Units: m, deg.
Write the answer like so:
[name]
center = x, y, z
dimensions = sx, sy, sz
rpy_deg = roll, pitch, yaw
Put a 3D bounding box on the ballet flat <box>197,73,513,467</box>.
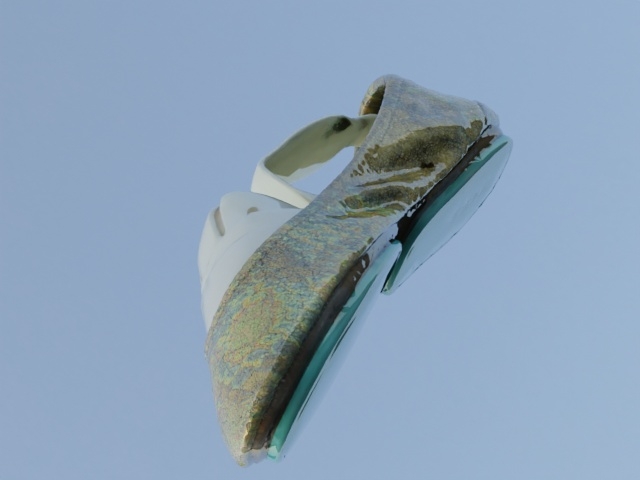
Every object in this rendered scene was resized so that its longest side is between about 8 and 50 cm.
[ballet flat]
center = 0.000, 0.000, 0.874
dimensions = 0.348, 0.123, 0.123
rpy_deg = -47, -45, -54
